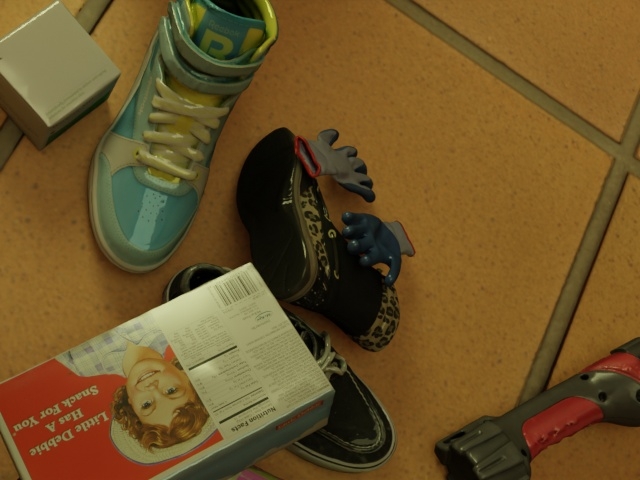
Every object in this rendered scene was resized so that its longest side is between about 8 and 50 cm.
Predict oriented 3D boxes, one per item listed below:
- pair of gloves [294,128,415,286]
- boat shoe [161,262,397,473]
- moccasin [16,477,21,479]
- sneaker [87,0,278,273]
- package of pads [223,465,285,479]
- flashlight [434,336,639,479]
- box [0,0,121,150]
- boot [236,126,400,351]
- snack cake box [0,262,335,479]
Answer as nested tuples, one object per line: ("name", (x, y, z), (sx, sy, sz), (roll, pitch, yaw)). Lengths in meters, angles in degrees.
("pair of gloves", (0.041, -0.038, 1.083), (0.159, 0.023, 0.198), (-2, 63, -63))
("boat shoe", (-0.030, 0.132, 1.031), (0.306, 0.105, 0.113), (46, 66, -6))
("moccasin", (-0.305, 0.353, 0.866), (0.147, 0.139, 0.380), (43, 57, 2))
("sneaker", (-0.140, -0.131, 0.992), (0.127, 0.208, 0.319), (18, 72, -18))
("package of pads", (-0.045, 0.357, 0.956), (0.296, 0.101, 0.229), (34, 68, -24))
("flashlight", (0.288, 0.214, 1.141), (0.304, 0.103, 0.103), (-24, 90, -26))
("box", (-0.278, -0.168, 1.012), (0.101, 0.087, 0.102), (-43, 95, -24))
("boot", (-0.001, 0.002, 1.086), (0.178, 0.085, 0.236), (37, 30, -40))
("snack cake box", (-0.138, 0.149, 0.873), (0.264, 0.089, 0.152), (-25, 64, -19))
